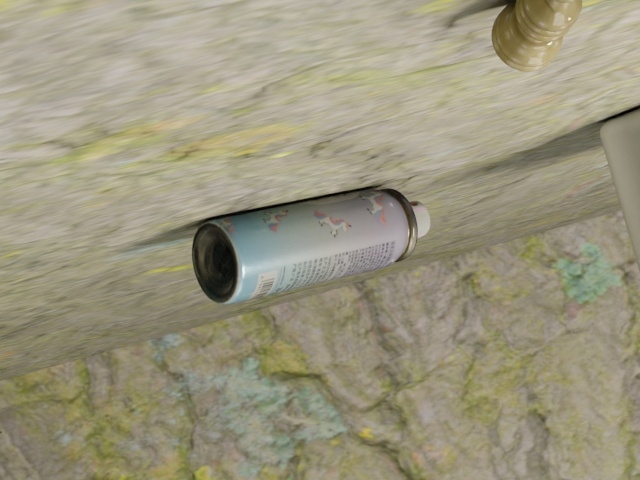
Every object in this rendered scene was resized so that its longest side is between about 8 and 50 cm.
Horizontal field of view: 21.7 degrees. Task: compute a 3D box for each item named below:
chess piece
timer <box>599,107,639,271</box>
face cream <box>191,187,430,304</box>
[{"bbox_3d":[0.106,-0.109,0.787,0.035,0.035,0.092,-15,171,-8],"label":"chess piece"},{"bbox_3d":[0.393,-0.047,1.474,0.192,0.195,0.194,-12,175,-40],"label":"timer"},{"bbox_3d":[0.000,0.000,1.464,0.229,0.075,0.075,-12,174,-38],"label":"face cream"}]
